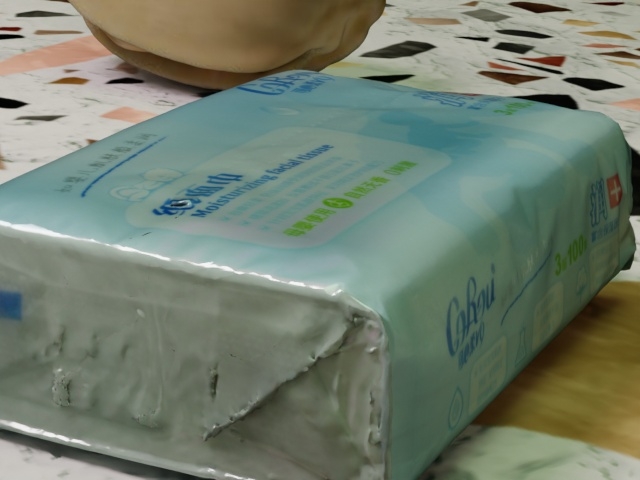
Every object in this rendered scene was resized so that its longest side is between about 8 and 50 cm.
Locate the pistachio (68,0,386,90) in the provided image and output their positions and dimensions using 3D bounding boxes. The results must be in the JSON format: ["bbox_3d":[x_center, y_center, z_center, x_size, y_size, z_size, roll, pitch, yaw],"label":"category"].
[{"bbox_3d":[-0.063,-0.166,1.008,0.215,0.144,0.144,12,20,17],"label":"pistachio"}]

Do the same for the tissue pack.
[{"bbox_3d":[0.000,0.000,0.590,0.177,0.089,0.263,10,18,25],"label":"tissue pack"}]
